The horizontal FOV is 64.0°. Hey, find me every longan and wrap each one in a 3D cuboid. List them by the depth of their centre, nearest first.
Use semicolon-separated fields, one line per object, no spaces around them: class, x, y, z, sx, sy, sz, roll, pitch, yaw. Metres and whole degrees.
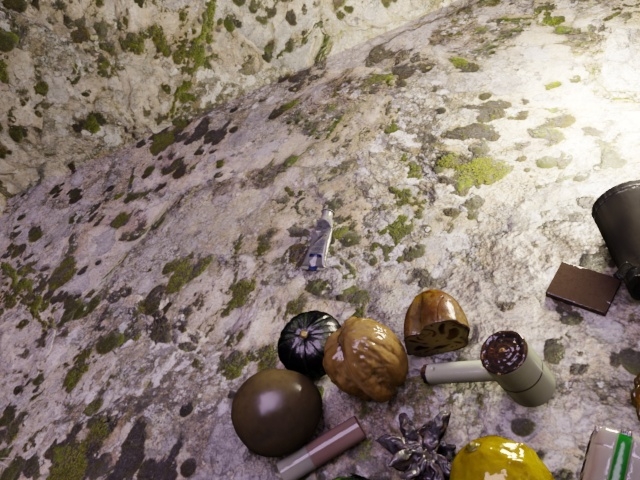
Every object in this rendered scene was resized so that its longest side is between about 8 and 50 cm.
longan;-0.125;0.487;1.470;0.258;0.258;0.258;-13;47;14

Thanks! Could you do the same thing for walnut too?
walnut;0.134;0.345;1.477;0.224;0.257;0.257;-33;41;23

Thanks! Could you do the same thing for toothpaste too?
toothpaste;0.000;0.000;1.986;0.096;0.061;0.266;1;59;24

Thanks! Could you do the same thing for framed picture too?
framed picture;0.775;0.140;1.514;0.168;0.023;0.128;21;62;37

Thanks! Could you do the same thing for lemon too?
lemon;0.412;0.573;1.140;0.233;0.233;0.288;-32;85;-4

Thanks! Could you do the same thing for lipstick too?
lipstick;0.003;0.588;1.438;0.254;0.070;0.070;-30;45;-3

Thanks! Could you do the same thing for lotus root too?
lotus root;0.332;0.225;1.520;0.188;0.199;0.180;-10;52;8

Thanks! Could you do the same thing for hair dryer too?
hair dryer;0.421;0.358;1.397;0.362;0.203;0.128;-16;43;38

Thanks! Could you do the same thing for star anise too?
star anise;0.267;0.559;1.317;0.212;0.129;0.283;-14;48;-10

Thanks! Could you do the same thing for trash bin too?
trash bin;0.924;0.000;1.445;0.252;0.203;0.302;0;49;1

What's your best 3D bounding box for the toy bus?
toy bus;0.622;0.566;1.095;0.143;0.179;0.305;14;58;33

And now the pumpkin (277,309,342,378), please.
pumpkin;-0.027;0.328;1.623;0.220;0.162;0.221;-12;52;16

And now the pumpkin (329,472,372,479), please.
pumpkin;0.048;0.710;1.185;0.295;0.296;0.296;-13;47;14

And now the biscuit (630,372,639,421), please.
biscuit;0.929;0.392;1.187;0.335;0.078;0.329;-28;42;-1
